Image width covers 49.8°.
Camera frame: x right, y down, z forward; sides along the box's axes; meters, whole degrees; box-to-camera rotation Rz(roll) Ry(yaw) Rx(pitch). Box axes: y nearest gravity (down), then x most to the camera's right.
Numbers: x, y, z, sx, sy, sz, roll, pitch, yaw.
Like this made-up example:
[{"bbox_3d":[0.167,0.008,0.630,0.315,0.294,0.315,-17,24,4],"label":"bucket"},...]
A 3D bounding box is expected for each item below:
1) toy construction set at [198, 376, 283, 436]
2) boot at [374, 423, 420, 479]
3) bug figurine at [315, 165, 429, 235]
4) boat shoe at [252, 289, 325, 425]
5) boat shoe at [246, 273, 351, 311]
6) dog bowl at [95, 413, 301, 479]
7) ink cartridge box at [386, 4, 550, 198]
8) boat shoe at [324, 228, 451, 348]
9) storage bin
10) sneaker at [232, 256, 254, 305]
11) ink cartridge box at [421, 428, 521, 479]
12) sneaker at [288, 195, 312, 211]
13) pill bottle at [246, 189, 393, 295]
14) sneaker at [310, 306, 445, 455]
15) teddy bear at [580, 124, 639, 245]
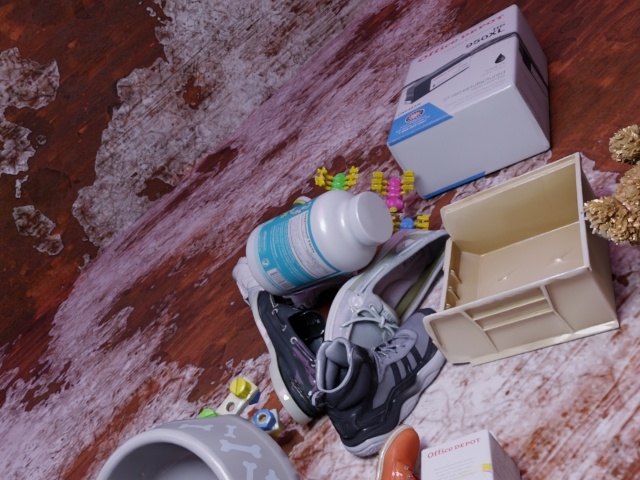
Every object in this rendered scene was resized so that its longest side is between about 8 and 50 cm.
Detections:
[{"bbox_3d":[-0.196,0.386,1.085,0.327,0.151,0.215,-40,49,16],"label":"toy construction set"},{"bbox_3d":[0.111,0.318,0.900,0.084,0.059,0.158,-7,49,44],"label":"boot"},{"bbox_3d":[0.085,-0.051,1.393,0.279,0.072,0.216,3,58,15],"label":"bug figurine"},{"bbox_3d":[-0.039,0.177,1.246,0.113,0.127,0.340,-35,27,6],"label":"boat shoe"},{"bbox_3d":[-0.042,0.107,1.422,0.227,0.079,0.081,-10,74,16],"label":"boat shoe"},{"bbox_3d":[-0.174,0.398,0.889,0.348,0.102,0.349,-7,77,33],"label":"dog bowl"},{"bbox_3d":[0.328,-0.307,1.495,0.285,0.166,0.395,-22,30,31],"label":"ink cartridge box"},{"bbox_3d":[0.120,0.094,1.184,0.103,0.118,0.320,-11,30,52],"label":"boat shoe"},{"bbox_3d":[0.293,0.032,1.040,0.260,0.123,0.262,-22,30,31],"label":"storage bin"},{"bbox_3d":[-0.150,0.103,1.571,0.235,0.090,0.095,7,61,59],"label":"sneaker"},{"bbox_3d":[0.177,0.298,0.797,0.092,0.090,0.143,-26,27,25],"label":"ink cartridge box"},{"bbox_3d":[-0.020,-0.014,1.559,0.121,0.111,0.300,-46,24,-6],"label":"sneaker"},{"bbox_3d":[0.000,0.000,1.226,0.264,0.146,0.146,-23,30,40],"label":"pill bottle"},{"bbox_3d":[0.090,0.176,1.040,0.101,0.153,0.268,-2,44,52],"label":"sneaker"},{"bbox_3d":[0.498,-0.089,0.898,0.338,0.113,0.245,-28,45,-7],"label":"teddy bear"}]
